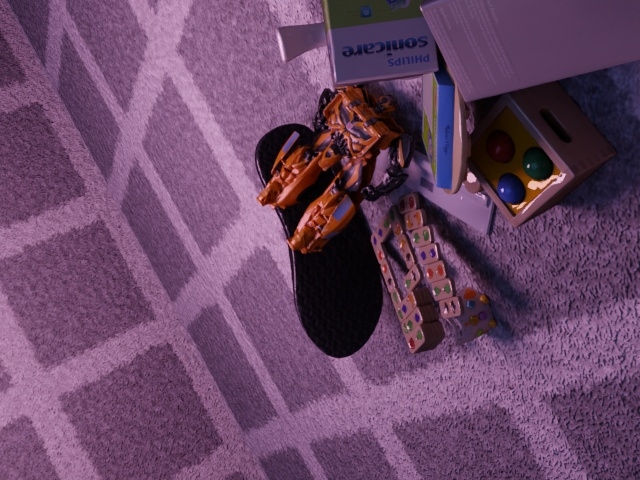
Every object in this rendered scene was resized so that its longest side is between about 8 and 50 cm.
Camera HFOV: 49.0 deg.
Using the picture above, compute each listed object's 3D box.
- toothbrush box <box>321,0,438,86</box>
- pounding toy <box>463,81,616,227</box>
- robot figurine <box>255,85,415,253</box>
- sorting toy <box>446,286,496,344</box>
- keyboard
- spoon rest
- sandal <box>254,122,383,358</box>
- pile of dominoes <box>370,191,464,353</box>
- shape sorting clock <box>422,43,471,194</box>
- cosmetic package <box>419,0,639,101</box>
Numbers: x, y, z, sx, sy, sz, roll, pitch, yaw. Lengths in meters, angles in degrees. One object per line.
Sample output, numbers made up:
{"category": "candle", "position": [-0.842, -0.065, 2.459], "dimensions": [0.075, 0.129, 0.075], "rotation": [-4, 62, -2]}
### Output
{"category": "toothbrush box", "position": [0.055, -0.333, 0.837], "dimensions": [0.206, 0.122, 0.283], "rotation": [-90, -6, -79]}
{"category": "pounding toy", "position": [0.228, -0.109, 0.897], "dimensions": [0.181, 0.094, 0.206], "rotation": [56, 150, 14]}
{"category": "robot figurine", "position": [0.022, -0.122, 1.141], "dimensions": [0.211, 0.085, 0.291], "rotation": [52, 124, 20]}
{"category": "sorting toy", "position": [0.230, 0.126, 1.101], "dimensions": [0.045, 0.075, 0.083], "rotation": [-4, 110, 59]}
{"category": "keyboard", "position": [0.168, -0.096, 1.094], "dimensions": [0.256, 0.014, 0.072], "rotation": [38, 147, 38]}
{"category": "spoon rest", "position": [0.060, -0.307, 1.049], "dimensions": [0.277, 0.084, 0.137], "rotation": [11, 124, 39]}
{"category": "sandal", "position": [0.002, -0.002, 1.325], "dimensions": [0.107, 0.168, 0.445], "rotation": [-158, 52, -84]}
{"category": "pile of dominoes", "position": [0.138, 0.054, 1.145], "dimensions": [0.196, 0.040, 0.251], "rotation": [116, 142, -55]}
{"category": "shape sorting clock", "position": [0.156, -0.160, 0.880], "dimensions": [0.206, 0.041, 0.206], "rotation": [-5, -90, -88]}
{"category": "cosmetic package", "position": [0.235, -0.233, 0.686], "dimensions": [0.238, 0.107, 0.127], "rotation": [-7, 128, 37]}
